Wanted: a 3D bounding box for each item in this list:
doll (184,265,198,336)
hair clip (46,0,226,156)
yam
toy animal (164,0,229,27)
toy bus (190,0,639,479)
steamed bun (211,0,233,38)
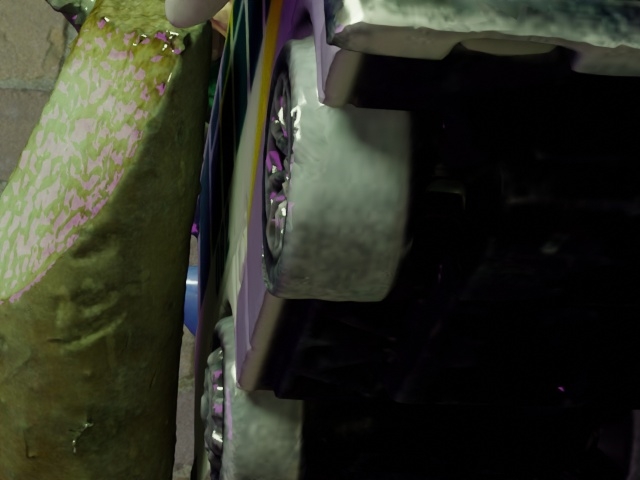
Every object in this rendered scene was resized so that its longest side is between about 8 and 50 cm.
[{"bbox_3d":[-0.008,0.003,1.097,0.365,0.187,0.376,-95,-16,-81],"label":"doll"},{"bbox_3d":[-0.111,-0.166,0.830,0.321,0.091,0.138,47,-150,-33],"label":"hair clip"},{"bbox_3d":[-0.103,0.017,0.657,0.106,0.106,0.259,-106,19,-59],"label":"yam"},{"bbox_3d":[-0.044,-0.167,0.475,0.104,0.131,0.221,57,-175,18],"label":"toy animal"},{"bbox_3d":[0.061,-0.036,0.608,0.440,0.209,0.249,109,161,-61],"label":"toy bus"},{"bbox_3d":[0.009,-0.231,0.765,0.295,0.137,0.292,-41,-16,-47],"label":"steamed bun"}]
